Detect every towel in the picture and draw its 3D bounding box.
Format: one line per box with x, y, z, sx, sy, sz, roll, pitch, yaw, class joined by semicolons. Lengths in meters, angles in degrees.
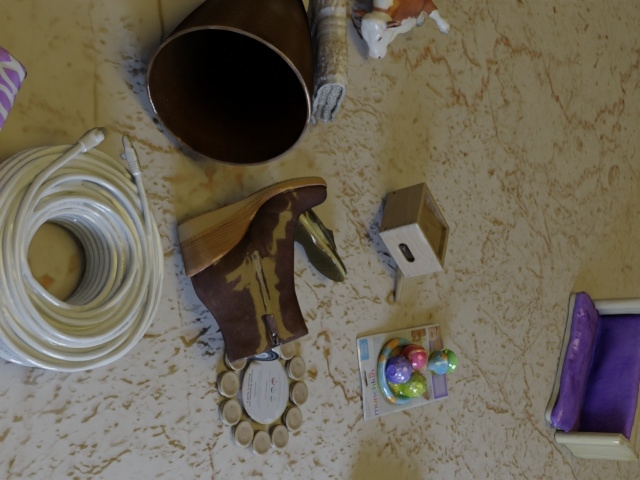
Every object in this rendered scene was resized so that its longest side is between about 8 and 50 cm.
0.004;-0.279;1.362;0.282;0.049;0.187;128;-40;-83;towel

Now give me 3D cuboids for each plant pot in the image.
-0.097;-0.255;1.268;0.215;0.215;0.230;53;34;-32;plant pot

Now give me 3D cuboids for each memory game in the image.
-0.080;0.214;1.348;0.186;0.012;0.186;8;79;-50;memory game

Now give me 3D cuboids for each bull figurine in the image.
0.145;-0.455;1.641;0.188;0.101;0.310;17;73;-51;bull figurine

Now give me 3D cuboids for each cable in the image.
-0.292;0.020;1.063;0.257;0.089;0.257;-31;110;-47;cable

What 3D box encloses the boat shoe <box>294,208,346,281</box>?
0.000;0.000;1.439;0.152;0.056;0.049;55;53;-30;boat shoe

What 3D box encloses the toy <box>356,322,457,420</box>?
0.160;0.219;1.601;0.237;0.056;0.137;-3;86;-50;toy

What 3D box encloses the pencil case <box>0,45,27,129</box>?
-0.381;-0.115;0.974;0.086;0.088;0.206;45;51;-46;pencil case

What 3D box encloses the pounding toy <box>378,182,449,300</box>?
0.154;0.004;1.609;0.141;0.100;0.130;58;32;-31;pounding toy

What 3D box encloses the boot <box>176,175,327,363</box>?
-0.063;0.035;1.295;0.248;0.090;0.207;-23;88;-29;boot

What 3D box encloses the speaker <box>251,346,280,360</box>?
-0.076;0.097;1.322;0.055;0.055;0.136;33;53;-43;speaker

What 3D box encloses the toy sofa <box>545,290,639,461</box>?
0.630;0.291;2.082;0.177;0.150;0.363;46;52;-38;toy sofa
